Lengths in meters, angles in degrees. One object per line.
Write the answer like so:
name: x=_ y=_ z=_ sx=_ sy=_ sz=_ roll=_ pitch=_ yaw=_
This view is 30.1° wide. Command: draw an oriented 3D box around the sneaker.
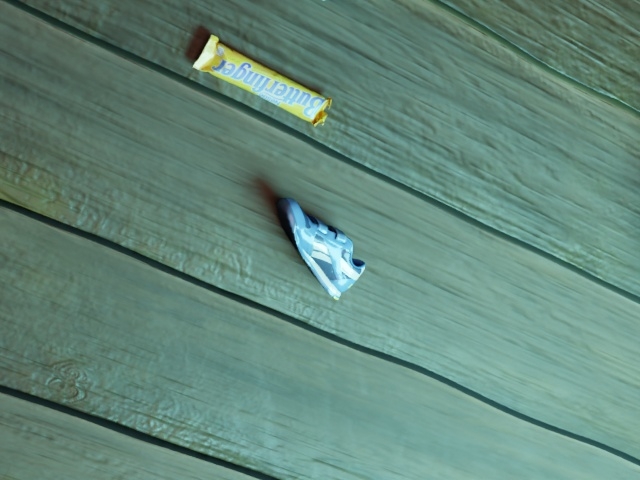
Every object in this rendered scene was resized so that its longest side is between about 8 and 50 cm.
sneaker: x=0.000 y=0.000 z=1.355 sx=0.059 sy=0.053 sz=0.144 roll=-35 pitch=122 yaw=-2

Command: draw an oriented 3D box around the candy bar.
candy bar: x=-0.060 y=-0.172 z=1.297 sx=0.161 sy=0.018 sz=0.040 roll=25 pitch=100 yaw=-21
